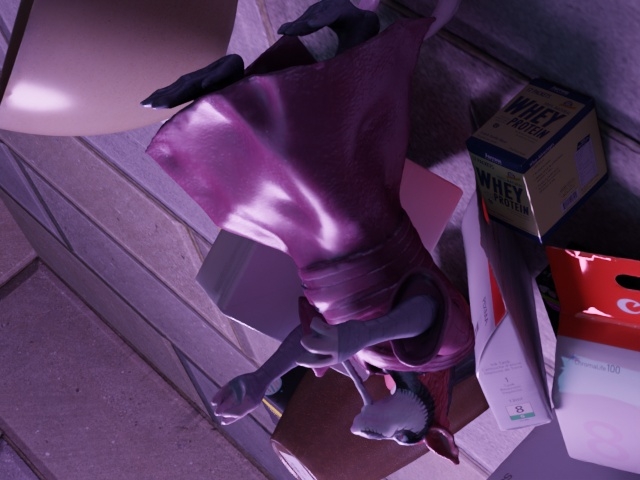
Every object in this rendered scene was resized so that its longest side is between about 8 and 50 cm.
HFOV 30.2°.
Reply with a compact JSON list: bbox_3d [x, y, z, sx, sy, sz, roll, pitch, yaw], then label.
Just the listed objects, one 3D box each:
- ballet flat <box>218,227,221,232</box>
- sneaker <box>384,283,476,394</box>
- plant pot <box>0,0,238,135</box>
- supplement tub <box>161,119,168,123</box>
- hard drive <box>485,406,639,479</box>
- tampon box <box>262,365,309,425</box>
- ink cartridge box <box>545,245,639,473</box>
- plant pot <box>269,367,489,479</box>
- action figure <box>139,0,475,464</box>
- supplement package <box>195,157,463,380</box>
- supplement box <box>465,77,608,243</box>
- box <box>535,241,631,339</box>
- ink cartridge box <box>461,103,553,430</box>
[{"bbox_3d":[-0.084,-0.054,1.479,0.123,0.123,0.348,39,159,28],"label":"ballet flat"},{"bbox_3d":[0.101,0.091,1.217,0.136,0.116,0.314,58,-174,11],"label":"sneaker"},{"bbox_3d":[-0.192,-0.223,1.168,0.191,0.284,0.284,15,172,-19],"label":"plant pot"},{"bbox_3d":[-0.196,-0.187,1.501,0.107,0.071,0.071,32,156,39],"label":"supplement tub"},{"bbox_3d":[0.287,0.269,1.045,0.353,0.233,0.047,21,149,55],"label":"hard drive"},{"bbox_3d":[0.010,0.214,1.707,0.120,0.161,0.101,33,157,38],"label":"tampon box"},{"bbox_3d":[0.276,0.114,0.953,0.189,0.066,0.232,10,146,33],"label":"ink cartridge box"},{"bbox_3d":[0.055,0.209,1.476,0.215,0.230,0.215,43,162,17],"label":"plant pot"},{"bbox_3d":[0.028,0.007,0.936,0.248,0.276,0.370,-8,116,59],"label":"action figure"},{"bbox_3d":[0.000,0.000,1.113,0.149,0.194,0.203,28,179,-13],"label":"supplement package"},{"bbox_3d":[0.164,-0.060,0.891,0.056,0.083,0.083,30,154,42],"label":"supplement box"},{"bbox_3d":[0.232,0.055,1.025,0.062,0.052,0.083,29,155,45],"label":"box"},{"bbox_3d":[0.141,0.026,1.015,0.181,0.056,0.224,-88,-24,-47],"label":"ink cartridge box"}]
